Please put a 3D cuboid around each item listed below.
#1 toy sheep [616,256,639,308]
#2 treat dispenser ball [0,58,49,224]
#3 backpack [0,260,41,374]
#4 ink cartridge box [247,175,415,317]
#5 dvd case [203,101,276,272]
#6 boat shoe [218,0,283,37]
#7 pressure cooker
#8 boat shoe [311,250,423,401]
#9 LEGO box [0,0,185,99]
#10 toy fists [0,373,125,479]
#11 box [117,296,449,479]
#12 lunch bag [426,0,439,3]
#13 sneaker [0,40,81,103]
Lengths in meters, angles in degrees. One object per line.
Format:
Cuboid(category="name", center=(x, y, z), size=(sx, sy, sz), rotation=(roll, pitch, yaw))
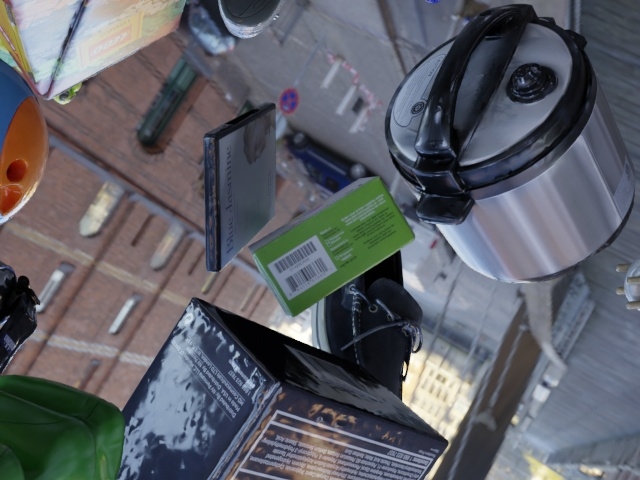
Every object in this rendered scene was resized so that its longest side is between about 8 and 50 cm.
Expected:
Cuboid(category="toy sheep", center=(0.424, 0.056, 0.990), size=(0.091, 0.091, 0.132), rotation=(31, -160, -3))
Cuboid(category="treat dispenser ball", center=(-0.545, -0.146, 1.145), size=(0.288, 0.288, 0.288), rotation=(31, 175, 3))
Cuboid(category="backpack", center=(-0.514, 0.114, 0.959), size=(0.213, 0.264, 0.276), rotation=(15, 163, 7))
Cuboid(category="ink cartridge box", center=(0.000, 0.000, 1.085), size=(0.097, 0.188, 0.255), rotation=(59, 175, -8))
Cuboid(category="dvd case", center=(-0.106, -0.083, 1.092), size=(0.022, 0.181, 0.253), rotation=(7, -160, 12))
Cuboid(category="boat shoe", center=(-0.105, -0.445, 1.335), size=(0.118, 0.321, 0.103), rotation=(2, 142, 0))
Cuboid(category="pressure cooker", center=(0.319, -0.176, 1.359), size=(0.420, 0.375, 0.370), rotation=(47, -160, -41))
Cuboid(category="boat shoe", center=(0.087, 0.142, 1.315), size=(0.187, 0.155, 0.500), rotation=(52, -157, -38))
Cuboid(category="LEGO box", center=(-0.330, -0.427, 0.738), size=(0.500, 0.193, 0.372), rotation=(58, 165, -6))
Cuboid(category="toy fists", center=(-0.160, 0.127, 0.318), size=(0.096, 0.142, 0.279), rotation=(27, 179, 7))
Cuboid(category="box", center=(-0.072, 0.260, 0.842), size=(0.296, 0.294, 0.182), rotation=(30, -177, -43))
Cuboid(category="lunch bag", center=(0.199, -0.361, 0.480), size=(0.385, 0.328, 0.239), rotation=(-9, -170, 20))
Cuboid(category="sneaker", center=(-0.515, -0.345, 1.396), size=(0.123, 0.110, 0.295), rotation=(27, 170, 20))
